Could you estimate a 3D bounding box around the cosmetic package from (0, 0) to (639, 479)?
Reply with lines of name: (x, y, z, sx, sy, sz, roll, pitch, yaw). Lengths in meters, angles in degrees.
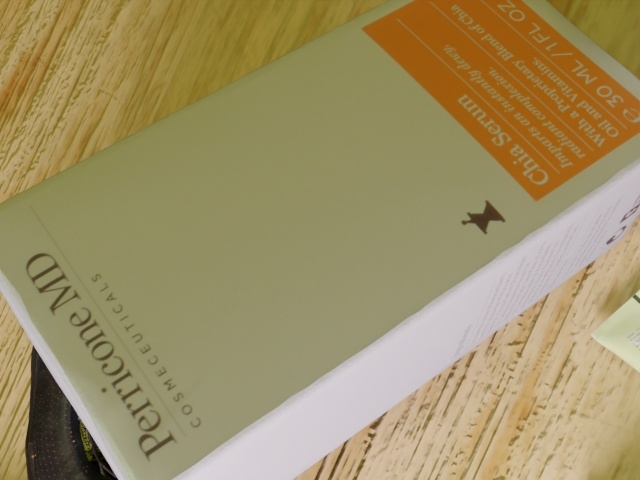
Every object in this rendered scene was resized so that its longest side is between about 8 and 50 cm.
cosmetic package: (0.017, -0.008, 0.635, 0.453, 0.161, 0.230, -33, 66, -19)

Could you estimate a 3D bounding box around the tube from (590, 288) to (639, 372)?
tube: (0.326, 0.124, 0.652, 0.070, 0.062, 0.240, -25, 57, -29)

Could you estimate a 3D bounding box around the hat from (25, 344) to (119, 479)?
hat: (-0.118, 0.153, 0.795, 0.331, 0.134, 0.331, -7, 76, 31)
